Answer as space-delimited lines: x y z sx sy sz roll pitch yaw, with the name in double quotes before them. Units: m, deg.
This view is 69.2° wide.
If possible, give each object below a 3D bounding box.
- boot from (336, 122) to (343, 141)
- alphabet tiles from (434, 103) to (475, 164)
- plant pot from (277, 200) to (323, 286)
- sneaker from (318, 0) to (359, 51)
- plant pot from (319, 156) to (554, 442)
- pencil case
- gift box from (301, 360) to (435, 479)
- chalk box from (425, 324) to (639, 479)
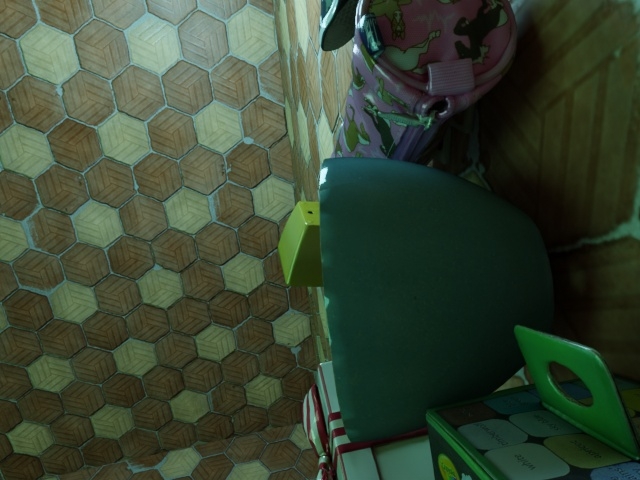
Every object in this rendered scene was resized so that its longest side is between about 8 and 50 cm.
"boot" 0.085 -0.193 1.024 0.190 0.076 0.209 95 170 -53
"alphabet tiles" 0.148 -0.294 0.645 0.285 0.011 0.343 -115 17 -61
"plant pot" 0.000 0.000 1.371 0.212 0.212 0.187 -111 27 -55
"sneaker" 0.026 -0.512 0.927 0.163 0.086 0.226 67 158 17
"plant pot" 0.118 0.049 0.483 0.290 0.195 0.290 -6 -90 -82
"pencil case" 0.095 -0.147 0.599 0.160 0.167 0.386 46 164 9
"gift box" 0.113 0.345 0.725 0.255 0.258 0.276 -107 13 -48
"chalk box" 0.192 0.202 0.312 0.180 0.179 0.289 -173 75 -82
